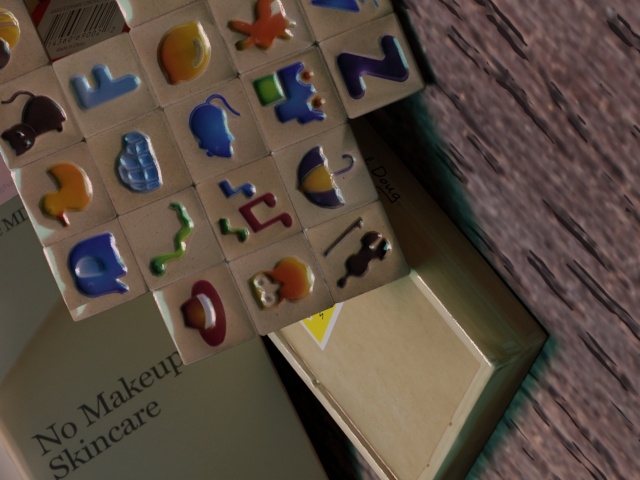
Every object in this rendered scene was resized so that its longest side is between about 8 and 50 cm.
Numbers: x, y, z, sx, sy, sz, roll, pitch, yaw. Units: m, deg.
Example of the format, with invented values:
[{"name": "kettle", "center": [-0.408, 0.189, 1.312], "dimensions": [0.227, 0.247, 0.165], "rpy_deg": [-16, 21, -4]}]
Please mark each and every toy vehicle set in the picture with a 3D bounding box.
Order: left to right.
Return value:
[{"name": "toy vehicle set", "center": [0.000, 0.000, 1.027], "dimensions": [0.267, 0.035, 0.166], "rpy_deg": [51, 150, 19]}]

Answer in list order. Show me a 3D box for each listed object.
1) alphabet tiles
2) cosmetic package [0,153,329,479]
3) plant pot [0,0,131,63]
[{"name": "alphabet tiles", "center": [-0.056, -0.070, 0.915], "dimensions": [0.009, 0.198, 0.237], "rpy_deg": [-85, -27, -81]}, {"name": "cosmetic package", "center": [-0.119, 0.079, 1.108], "dimensions": [0.113, 0.160, 0.309], "rpy_deg": [29, 149, 56]}, {"name": "plant pot", "center": [-0.173, -0.171, 1.009], "dimensions": [0.174, 0.191, 0.191], "rpy_deg": [42, 147, 18]}]
